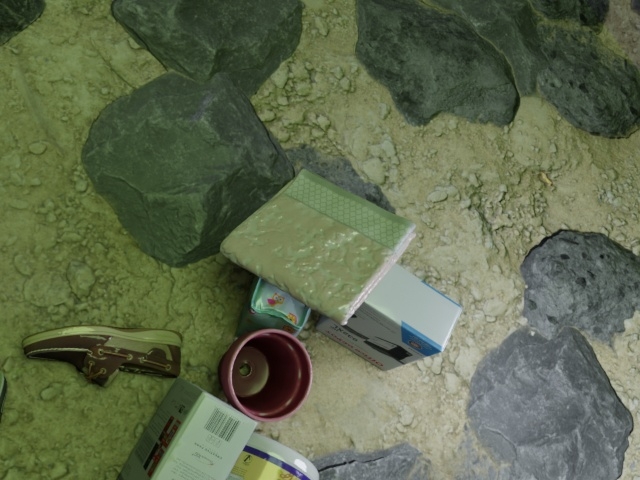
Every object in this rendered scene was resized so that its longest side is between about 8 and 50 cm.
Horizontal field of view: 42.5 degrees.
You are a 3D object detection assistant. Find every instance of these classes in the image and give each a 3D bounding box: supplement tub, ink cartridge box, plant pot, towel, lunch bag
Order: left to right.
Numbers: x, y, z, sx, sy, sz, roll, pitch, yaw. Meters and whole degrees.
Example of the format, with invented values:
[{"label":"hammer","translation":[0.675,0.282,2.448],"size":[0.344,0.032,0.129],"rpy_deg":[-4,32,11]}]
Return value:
[{"label":"ink cartridge box","translation":[-0.284,0.436,1.666],"size":[0.130,0.309,0.271],"rpy_deg":[34,77,-14]},{"label":"supplement tub","translation":[-0.169,0.589,1.714],"size":[0.241,0.241,0.331],"rpy_deg":[30,63,-10]},{"label":"plant pot","translation":[-0.142,0.299,1.850],"size":[0.201,0.180,0.201],"rpy_deg":[3,83,-25]},{"label":"lunch bag","translation":[-0.088,0.100,1.932],"size":[0.160,0.223,0.262],"rpy_deg":[20,64,-6]},{"label":"towel","translation":[0.000,0.000,1.823],"size":[0.332,0.053,0.317],"rpy_deg":[29,55,21]},{"label":"ink cartridge box","translation":[0.153,0.185,1.956],"size":[0.223,0.307,0.129],"rpy_deg":[32,64,-9]}]

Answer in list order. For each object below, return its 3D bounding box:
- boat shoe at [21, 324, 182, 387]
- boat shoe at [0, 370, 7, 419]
[{"label":"boat shoe","translation":[-0.466,0.257,1.781],"size":[0.342,0.123,0.123],"rpy_deg":[6,68,-27]},{"label":"boat shoe","translation":[-0.694,0.377,1.671],"size":[0.081,0.068,0.227],"rpy_deg":[4,59,21]}]
